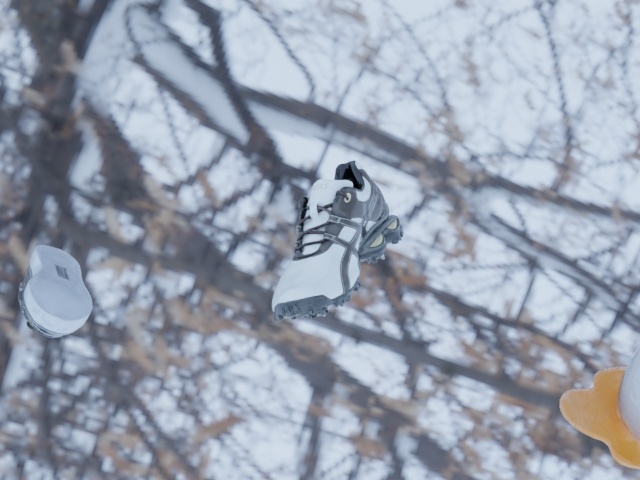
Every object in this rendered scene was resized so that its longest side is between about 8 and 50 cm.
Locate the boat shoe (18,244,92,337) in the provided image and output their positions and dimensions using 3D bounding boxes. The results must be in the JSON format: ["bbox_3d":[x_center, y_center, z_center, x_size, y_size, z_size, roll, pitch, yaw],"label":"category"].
[{"bbox_3d":[-0.193,0.044,1.216,0.040,0.049,0.142,-63,-165,12],"label":"boat shoe"}]

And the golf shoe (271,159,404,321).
[{"bbox_3d":[0.000,0.000,1.470,0.077,0.094,0.198,-11,-159,28],"label":"golf shoe"}]

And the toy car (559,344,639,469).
[{"bbox_3d":[0.253,0.103,0.934,0.210,0.237,0.219,-90,173,-61],"label":"toy car"}]
